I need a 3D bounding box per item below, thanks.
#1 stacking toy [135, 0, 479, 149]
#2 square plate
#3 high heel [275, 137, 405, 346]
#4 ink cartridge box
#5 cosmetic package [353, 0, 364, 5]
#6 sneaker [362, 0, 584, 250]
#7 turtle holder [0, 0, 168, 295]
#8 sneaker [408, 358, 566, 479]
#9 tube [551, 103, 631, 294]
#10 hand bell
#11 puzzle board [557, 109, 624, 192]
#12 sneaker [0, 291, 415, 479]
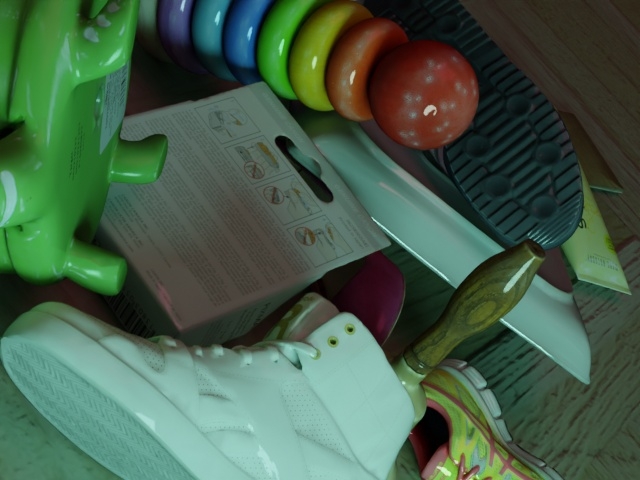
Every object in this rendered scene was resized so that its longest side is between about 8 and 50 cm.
[{"bbox_3d":[-0.007,-0.163,1.344,0.330,0.141,0.141,30,21,31],"label":"stacking toy"},{"bbox_3d":[0.115,-0.048,1.485,0.344,0.049,0.347,37,18,-13],"label":"square plate"},{"bbox_3d":[0.000,0.000,1.315,0.117,0.082,0.244,38,25,-26],"label":"high heel"},{"bbox_3d":[-0.085,-0.019,1.227,0.232,0.066,0.189,-19,65,-46],"label":"ink cartridge box"},{"bbox_3d":[0.043,-0.226,1.579,0.117,0.085,0.231,33,8,34],"label":"cosmetic package"},{"bbox_3d":[0.148,-0.102,1.437,0.319,0.112,0.131,63,1,31],"label":"sneaker"},{"bbox_3d":[-0.229,-0.074,1.018,0.227,0.243,0.320,9,54,2],"label":"turtle holder"},{"bbox_3d":[0.122,0.190,1.248,0.094,0.081,0.208,-7,50,-45],"label":"sneaker"},{"bbox_3d":[0.274,-0.046,1.739,0.070,0.062,0.240,-12,56,-7],"label":"tube"},{"bbox_3d":[0.078,0.080,1.157,0.126,0.242,0.126,30,32,-21],"label":"hand bell"},{"bbox_3d":[0.305,-0.110,1.901,0.096,0.011,0.128,6,46,-45],"label":"puzzle board"},{"bbox_3d":[-0.064,0.091,1.050,0.292,0.108,0.169,40,60,-24],"label":"sneaker"}]
